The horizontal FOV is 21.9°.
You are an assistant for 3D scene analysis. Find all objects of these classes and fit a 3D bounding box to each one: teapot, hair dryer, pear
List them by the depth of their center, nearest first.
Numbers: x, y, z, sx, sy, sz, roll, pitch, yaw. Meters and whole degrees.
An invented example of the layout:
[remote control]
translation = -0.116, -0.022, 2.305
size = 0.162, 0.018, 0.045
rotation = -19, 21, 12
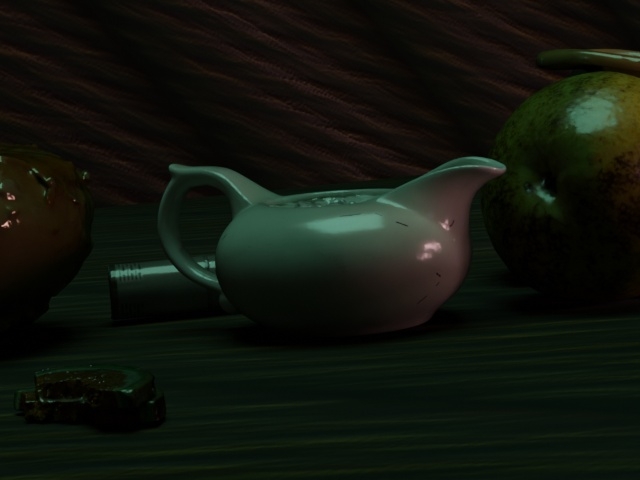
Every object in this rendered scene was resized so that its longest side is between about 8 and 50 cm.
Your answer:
[teapot]
translation = 0.000, 0.000, 1.360
size = 0.299, 0.166, 0.208
rotation = 7, 21, 18
[pear]
translation = 0.228, -0.041, 1.371
size = 0.197, 0.197, 0.197
rotation = -5, 6, 0
[hair dryer]
translation = -0.107, 0.042, 1.592
size = 0.195, 0.054, 0.220
rotation = -5, -1, -8

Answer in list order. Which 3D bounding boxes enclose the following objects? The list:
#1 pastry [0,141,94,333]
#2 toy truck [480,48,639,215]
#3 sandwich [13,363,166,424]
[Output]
[pastry]
translation = -0.341, 0.003, 1.425
size = 0.284, 0.184, 0.315
rotation = 7, 6, 5
[toy truck]
translation = 0.294, -0.075, 1.553
size = 0.288, 0.212, 0.204
rotation = 1, 6, 21
[sandwich]
translation = -0.146, 0.099, 1.066
size = 0.135, 0.029, 0.067
rotation = 0, 6, 42
